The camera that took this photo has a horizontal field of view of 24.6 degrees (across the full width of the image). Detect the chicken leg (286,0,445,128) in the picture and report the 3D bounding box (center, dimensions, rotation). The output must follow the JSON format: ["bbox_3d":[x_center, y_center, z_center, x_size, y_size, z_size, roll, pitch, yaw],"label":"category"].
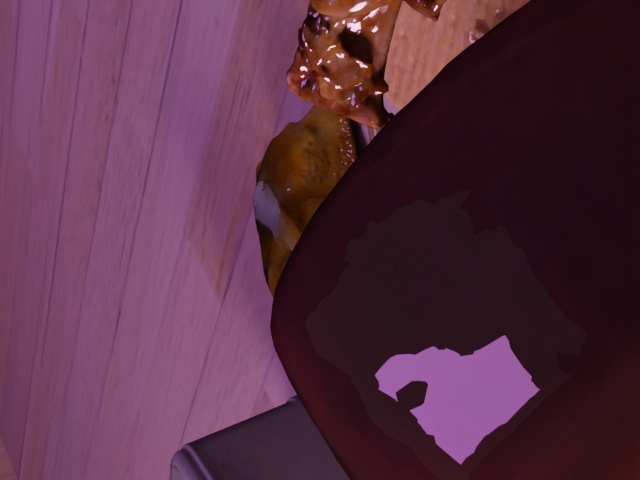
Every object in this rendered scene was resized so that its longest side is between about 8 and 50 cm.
[{"bbox_3d":[0.055,-0.266,0.866,0.295,0.182,0.409,53,137,41],"label":"chicken leg"}]

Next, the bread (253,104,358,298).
[{"bbox_3d":[0.000,0.000,1.294,0.161,0.088,0.233,116,136,-62],"label":"bread"}]

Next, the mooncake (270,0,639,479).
[{"bbox_3d":[0.138,0.014,0.630,0.174,0.326,0.334,55,146,32],"label":"mooncake"}]

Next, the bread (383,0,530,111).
[{"bbox_3d":[0.086,-0.224,1.021,0.316,0.054,0.316,39,136,51],"label":"bread"}]

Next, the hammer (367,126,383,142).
[{"bbox_3d":[0.039,-0.128,1.222,0.062,0.017,0.182,21,124,61],"label":"hammer"}]

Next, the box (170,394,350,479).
[{"bbox_3d":[-0.008,0.285,1.358,0.312,0.182,0.175,50,145,44],"label":"box"}]
